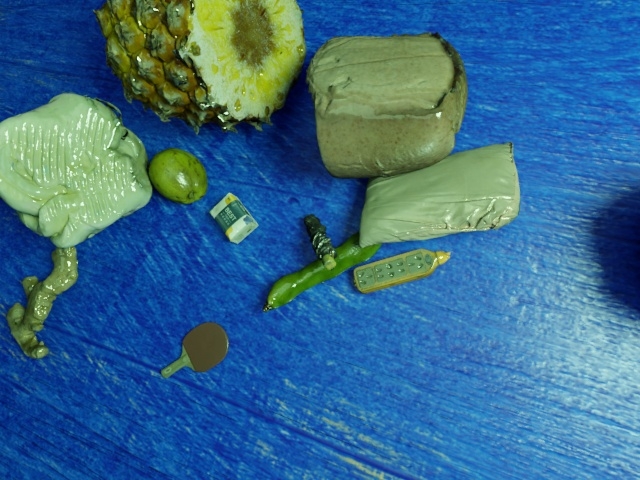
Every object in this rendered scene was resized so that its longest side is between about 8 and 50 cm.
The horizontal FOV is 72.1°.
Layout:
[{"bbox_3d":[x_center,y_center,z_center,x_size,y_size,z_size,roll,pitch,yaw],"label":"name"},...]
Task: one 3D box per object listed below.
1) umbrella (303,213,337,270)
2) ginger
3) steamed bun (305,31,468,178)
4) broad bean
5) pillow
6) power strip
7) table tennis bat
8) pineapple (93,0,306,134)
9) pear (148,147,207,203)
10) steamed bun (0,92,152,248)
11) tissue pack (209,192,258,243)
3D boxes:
[{"bbox_3d":[0.000,0.000,0.781,0.037,0.040,0.144,-6,35,-14],"label":"umbrella"},{"bbox_3d":[-0.626,0.123,0.980,0.149,0.065,0.259,13,85,22],"label":"ginger"},{"bbox_3d":[0.107,-0.210,0.736,0.251,0.199,0.301,0,45,8],"label":"steamed bun"},{"bbox_3d":[0.002,0.052,0.796,0.256,0.053,0.052,-31,102,5],"label":"broad bean"},{"bbox_3d":[0.196,-0.080,0.747,0.270,0.067,0.173,-8,58,17],"label":"pillow"},{"bbox_3d":[0.139,0.049,0.766,0.178,0.028,0.049,-17,73,13],"label":"power strip"},{"bbox_3d":[-0.247,0.223,0.863,0.156,0.013,0.087,-35,73,6],"label":"table tennis bat"},{"bbox_3d":[-0.221,-0.379,0.817,0.300,0.352,0.353,20,85,28],"label":"pineapple"},{"bbox_3d":[-0.291,-0.132,0.900,0.107,0.107,0.131,-46,65,4],"label":"pear"},{"bbox_3d":[-0.505,-0.142,0.916,0.280,0.207,0.268,-38,102,-16],"label":"steamed bun"},{"bbox_3d":[-0.174,-0.044,0.879,0.062,0.042,0.083,-41,69,8],"label":"tissue pack"}]
